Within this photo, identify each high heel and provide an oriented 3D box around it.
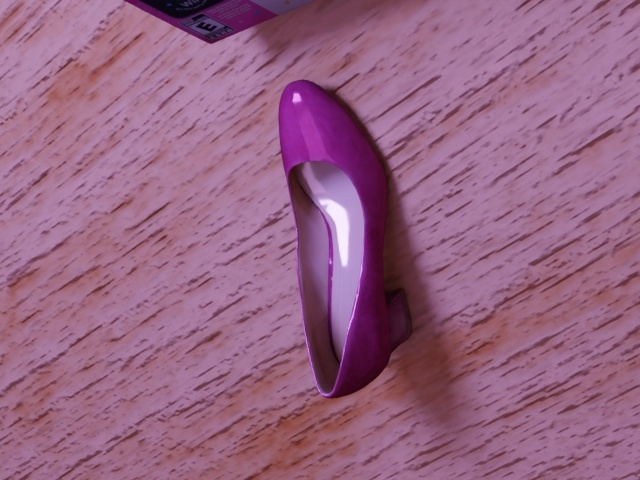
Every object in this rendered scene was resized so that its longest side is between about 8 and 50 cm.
[{"bbox_3d":[0.000,0.000,1.481,0.082,0.117,0.244,-3,110,33],"label":"high heel"}]

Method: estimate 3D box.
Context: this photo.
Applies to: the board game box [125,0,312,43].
[{"bbox_3d":[-0.102,-0.262,1.314,0.224,0.303,0.097,-19,61,36],"label":"board game box"}]
